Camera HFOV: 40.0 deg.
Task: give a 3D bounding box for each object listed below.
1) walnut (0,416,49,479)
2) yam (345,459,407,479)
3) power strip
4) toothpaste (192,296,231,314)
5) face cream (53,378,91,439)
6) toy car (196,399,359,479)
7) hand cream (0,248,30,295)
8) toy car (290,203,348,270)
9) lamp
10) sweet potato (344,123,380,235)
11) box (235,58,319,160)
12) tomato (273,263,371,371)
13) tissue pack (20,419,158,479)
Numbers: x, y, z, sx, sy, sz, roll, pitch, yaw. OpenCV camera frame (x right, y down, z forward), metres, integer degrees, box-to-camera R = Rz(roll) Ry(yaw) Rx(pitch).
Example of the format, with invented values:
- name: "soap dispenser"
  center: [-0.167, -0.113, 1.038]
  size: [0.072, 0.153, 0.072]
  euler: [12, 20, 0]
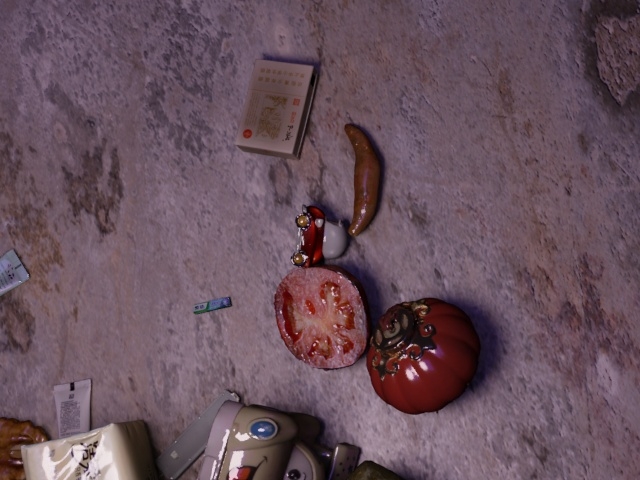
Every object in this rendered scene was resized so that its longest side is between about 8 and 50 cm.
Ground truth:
- name: "walnut"
  center: [-0.661, 0.454, 1.892]
  size: [0.170, 0.069, 0.142]
  euler: [4, 79, 14]
- name: "yam"
  center: [0.155, 0.532, 1.557]
  size: [0.300, 0.195, 0.195]
  euler: [29, 87, -3]
- name: "power strip"
  center: [-0.256, 0.409, 1.817]
  size: [0.252, 0.027, 0.060]
  euler: [-46, 73, 3]
- name: "toothpaste"
  center: [-0.230, 0.139, 1.870]
  size: [0.083, 0.017, 0.020]
  euler: [-13, 76, 11]
- name: "face cream"
  center: [-0.525, 0.422, 1.873]
  size: [0.092, 0.058, 0.243]
  euler: [-12, 72, 14]
- name: "toy car"
  center: [-0.081, 0.432, 1.606]
  size: [0.226, 0.336, 0.242]
  euler: [14, 83, 15]
- name: "hand cream"
  center: [-0.813, 0.146, 1.998]
  size: [0.331, 0.058, 0.085]
  euler: [-36, 71, 5]
- name: "toy car"
  center: [0.000, 0.000, 1.801]
  size: [0.112, 0.112, 0.139]
  euler: [7, 91, 0]
- name: "lamp"
  center: [0.186, 0.211, 1.644]
  size: [0.227, 0.227, 0.226]
  euler: [-3, 78, 14]
- name: "sweet potato"
  center: [0.090, -0.133, 1.822]
  size: [0.078, 0.058, 0.255]
  euler: [-14, 71, 33]
- name: "box"
  center: [-0.093, -0.283, 1.897]
  size: [0.141, 0.058, 0.201]
  euler: [9, 81, 16]
- name: "tomato"
  center: [0.018, 0.145, 1.743]
  size: [0.225, 0.085, 0.224]
  euler: [8, 104, 32]
- name: "tissue pack"
  center: [-0.392, 0.552, 1.645]
  size: [0.205, 0.332, 0.404]
  euler: [-17, 81, -4]
